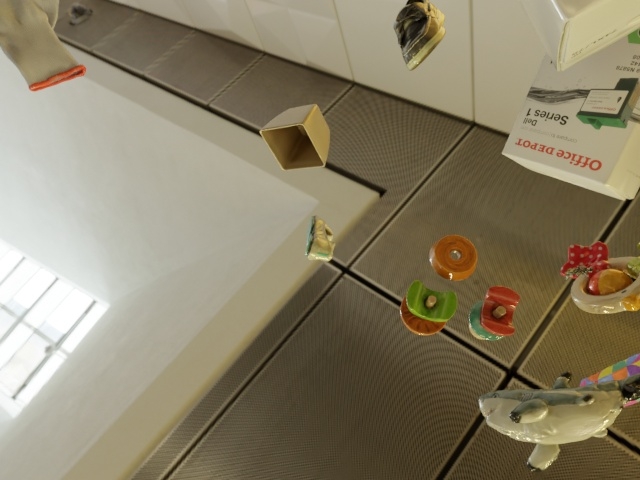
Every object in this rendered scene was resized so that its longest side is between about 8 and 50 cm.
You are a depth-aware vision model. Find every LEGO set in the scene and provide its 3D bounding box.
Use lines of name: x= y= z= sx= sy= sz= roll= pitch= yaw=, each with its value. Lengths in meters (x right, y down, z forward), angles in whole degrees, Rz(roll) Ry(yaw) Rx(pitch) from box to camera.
LEGO set: x=0.516 y=0.058 z=1.002 sx=0.054 sy=0.083 sz=0.023 roll=-23 pitch=-116 yaw=20

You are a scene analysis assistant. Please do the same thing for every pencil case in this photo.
pencil case: x=0.725 y=0.330 z=1.172 sx=0.105 sy=0.236 sz=0.104 roll=15 pitch=-130 yaw=-18

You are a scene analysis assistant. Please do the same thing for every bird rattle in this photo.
bird rattle: x=0.616 y=0.074 z=1.058 sx=0.207 sy=0.143 sz=0.254 roll=-38 pitch=-158 yaw=-28

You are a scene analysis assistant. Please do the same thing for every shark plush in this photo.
shark plush: x=0.230 y=0.141 z=0.462 sx=0.161 sy=0.073 sz=0.067 roll=-33 pitch=-163 yaw=14

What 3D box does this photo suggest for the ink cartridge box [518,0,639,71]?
ink cartridge box: x=0.260 y=-0.344 z=0.471 sx=0.198 sy=0.197 sz=0.270 roll=-29 pitch=-97 yaw=23

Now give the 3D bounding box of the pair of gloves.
pair of gloves: x=-0.266 y=-0.160 z=0.343 sx=0.198 sy=0.023 sz=0.159 roll=-38 pitch=-88 yaw=-39

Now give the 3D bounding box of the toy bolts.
toy bolts: x=0.304 y=0.126 z=1.085 sx=0.229 sy=0.158 sz=0.218 roll=21 pitch=-113 yaw=9

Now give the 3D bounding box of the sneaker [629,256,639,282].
sneaker: x=0.843 y=0.056 z=1.270 sx=0.163 sy=0.226 sz=0.086 roll=-38 pitch=-98 yaw=27

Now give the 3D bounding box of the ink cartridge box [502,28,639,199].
ink cartridge box: x=0.364 y=-0.183 z=0.653 sx=0.160 sy=0.093 sz=0.219 roll=34 pitch=-72 yaw=48

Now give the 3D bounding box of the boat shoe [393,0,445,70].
boat shoe: x=0.153 y=-0.344 z=0.810 sx=0.080 sy=0.073 sz=0.223 roll=-39 pitch=-162 yaw=36

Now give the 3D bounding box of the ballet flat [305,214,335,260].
ballet flat: x=0.000 y=0.000 z=0.930 sx=0.052 sy=0.057 sz=0.168 roll=15 pitch=-158 yaw=-6

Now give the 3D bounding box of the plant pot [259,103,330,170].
plant pot: x=-0.040 y=-0.220 z=1.036 sx=0.109 sy=0.109 sz=0.096 roll=-1 pitch=-132 yaw=32
